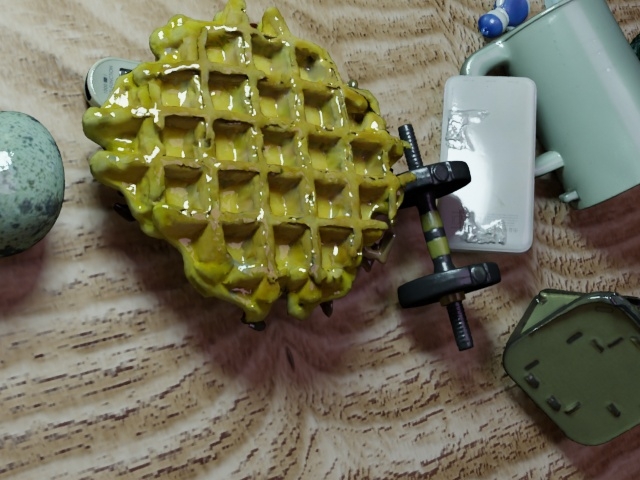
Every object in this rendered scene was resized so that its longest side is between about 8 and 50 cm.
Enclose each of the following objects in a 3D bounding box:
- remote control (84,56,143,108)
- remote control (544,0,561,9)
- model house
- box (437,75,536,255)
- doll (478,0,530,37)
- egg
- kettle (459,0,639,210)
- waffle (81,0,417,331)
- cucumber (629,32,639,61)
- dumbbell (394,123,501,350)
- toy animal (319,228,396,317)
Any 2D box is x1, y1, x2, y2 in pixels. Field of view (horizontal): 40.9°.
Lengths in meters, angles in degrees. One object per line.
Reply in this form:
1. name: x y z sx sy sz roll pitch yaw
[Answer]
1. remote control: -0.189 -0.178 1.087 0.221 0.042 0.078 5 72 -30
2. remote control: 0.442 -0.459 1.596 0.061 0.029 0.162 1 73 -34
3. model house: 0.406 0.129 1.311 0.218 0.205 0.278 46 26 -13
4. box: 0.252 -0.118 1.300 0.142 0.044 0.285 3 73 9
5. doll: 0.315 -0.386 1.474 0.143 0.058 0.098 -44 120 -34
6. egg: -0.334 -0.062 0.900 0.132 0.132 0.172 25 49 -24
7. kettle: 0.416 -0.218 1.420 0.318 0.265 0.205 63 22 0
8. waffle: -0.070 -0.109 1.041 0.382 0.095 0.379 40 57 -9
9. cucumber: 0.640 -0.332 1.654 0.115 0.086 0.193 40 50 -13
10. dumbbell: 0.158 -0.007 1.189 0.143 0.143 0.325 -8 79 -34
11. toy animal: 0.000 0.000 1.126 0.179 0.089 0.188 25 61 -16
